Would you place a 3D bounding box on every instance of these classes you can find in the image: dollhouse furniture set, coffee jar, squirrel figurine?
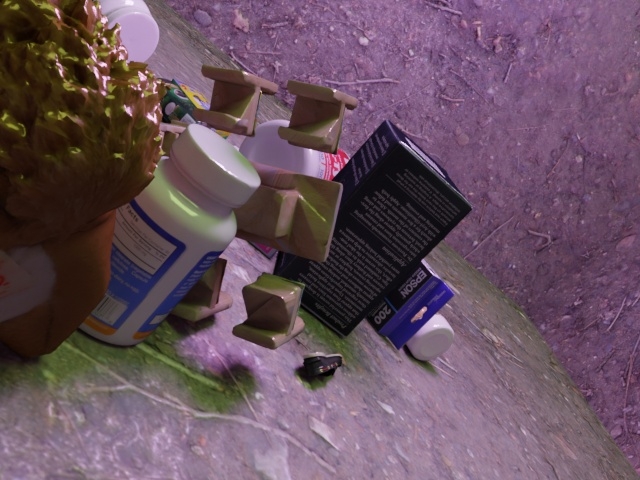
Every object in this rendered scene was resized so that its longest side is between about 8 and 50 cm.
[{"bbox_3d":[-0.150,-0.080,1.003,0.393,0.363,0.256,16,10,17],"label":"dollhouse furniture set"},{"bbox_3d":[-0.373,-0.340,1.627,0.184,0.079,0.096,46,18,9],"label":"coffee jar"},{"bbox_3d":[-0.333,-0.132,0.566,0.281,0.397,0.371,7,47,-57],"label":"squirrel figurine"}]

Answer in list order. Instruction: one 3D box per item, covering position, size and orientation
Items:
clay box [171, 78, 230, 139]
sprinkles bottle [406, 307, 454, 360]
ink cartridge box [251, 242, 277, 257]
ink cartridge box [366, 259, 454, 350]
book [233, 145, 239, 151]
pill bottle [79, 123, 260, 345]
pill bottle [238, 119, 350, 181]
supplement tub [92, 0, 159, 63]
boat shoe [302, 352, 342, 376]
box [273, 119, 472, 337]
[{"bbox_3d":[-0.347,-0.371,1.827,0.222,0.053,0.127,49,17,24],"label":"clay box"},{"bbox_3d":[0.227,0.161,1.701,0.121,0.121,0.355,31,19,-38],"label":"sprinkles bottle"},{"bbox_3d":[-0.205,-0.103,1.450,0.311,0.065,0.186,39,15,-9],"label":"ink cartridge box"},{"bbox_3d":[0.189,0.126,1.536,0.045,0.206,0.208,13,33,-54],"label":"ink cartridge box"},{"bbox_3d":[-0.217,-0.213,1.769,0.144,0.035,0.096,45,18,8],"label":"book"},{"bbox_3d":[-0.203,-0.009,0.791,0.152,0.272,0.152,39,15,-13],"label":"pill bottle"},{"bbox_3d":[-0.039,-0.178,1.738,0.229,0.229,0.407,48,15,20],"label":"pill bottle"},{"bbox_3d":[-0.562,-0.594,1.627,0.272,0.191,0.191,49,17,22],"label":"supplement tub"},{"bbox_3d":[0.006,0.225,1.127,0.133,0.048,0.042,24,51,-66],"label":"boat shoe"},{"bbox_3d":[0.103,-0.037,1.398,0.212,0.395,0.293,40,16,-12],"label":"box"}]
